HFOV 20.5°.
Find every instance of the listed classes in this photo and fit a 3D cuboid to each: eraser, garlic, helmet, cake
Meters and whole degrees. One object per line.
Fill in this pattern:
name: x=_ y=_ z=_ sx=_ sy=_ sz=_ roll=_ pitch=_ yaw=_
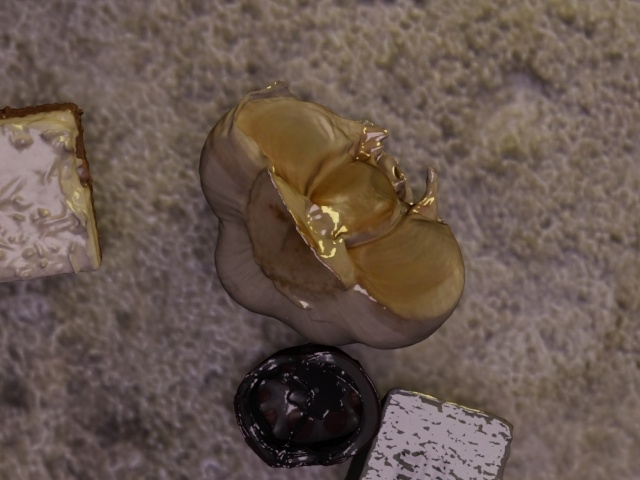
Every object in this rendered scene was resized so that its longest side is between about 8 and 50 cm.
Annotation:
eraser: x=0.050 y=0.289 z=1.418 sx=0.111 sy=0.077 sz=0.352 roll=18 pitch=95 yaw=-6
garlic: x=0.000 y=0.000 z=1.359 sx=0.229 sy=0.178 sz=0.143 roll=43 pitch=124 yaw=10
helmet: x=-0.004 y=0.124 z=1.391 sx=0.123 sy=0.070 sz=0.098 roll=-13 pitch=102 yaw=17
cake: x=-0.235 y=-0.033 z=1.327 sx=0.135 sy=0.147 sz=0.135 roll=-8 pitch=99 yaw=-2
